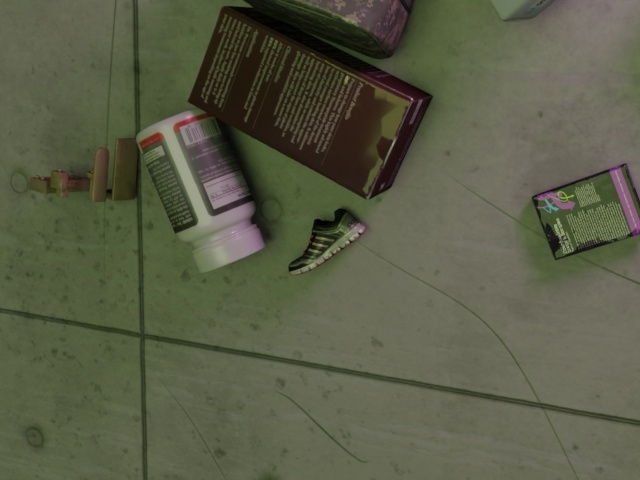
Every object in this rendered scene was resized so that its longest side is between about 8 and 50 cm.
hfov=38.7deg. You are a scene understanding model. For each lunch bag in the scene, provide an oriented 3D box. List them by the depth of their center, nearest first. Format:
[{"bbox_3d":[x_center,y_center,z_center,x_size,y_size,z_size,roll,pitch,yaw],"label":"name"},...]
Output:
[{"bbox_3d":[0.021,-0.475,1.495,0.305,0.212,0.256,24,93,14],"label":"lunch bag"}]

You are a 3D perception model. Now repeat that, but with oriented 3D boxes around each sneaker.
[{"bbox_3d":[0.000,0.000,1.689,0.170,0.063,0.075,-36,88,20],"label":"sneaker"}]

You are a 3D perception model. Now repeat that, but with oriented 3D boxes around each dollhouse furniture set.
[{"bbox_3d":[-0.470,-0.152,1.815,0.151,0.144,0.123,15,103,34],"label":"dollhouse furniture set"}]

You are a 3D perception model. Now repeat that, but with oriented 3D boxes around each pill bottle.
[{"bbox_3d":[-0.218,-0.093,1.700,0.161,0.161,0.283,-20,95,25],"label":"pill bottle"}]

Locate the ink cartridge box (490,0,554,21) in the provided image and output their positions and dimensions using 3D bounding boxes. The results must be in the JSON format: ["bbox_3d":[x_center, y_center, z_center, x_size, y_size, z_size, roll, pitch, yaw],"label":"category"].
[{"bbox_3d":[0.337,-0.550,1.294,0.385,0.091,0.308,-39,70,49],"label":"ink cartridge box"}]

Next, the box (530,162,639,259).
[{"bbox_3d":[0.446,-0.046,1.512,0.162,0.029,0.116,-19,94,24],"label":"box"}]

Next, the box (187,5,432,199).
[{"bbox_3d":[-0.020,-0.248,1.596,0.381,0.143,0.191,30,112,15],"label":"box"}]
